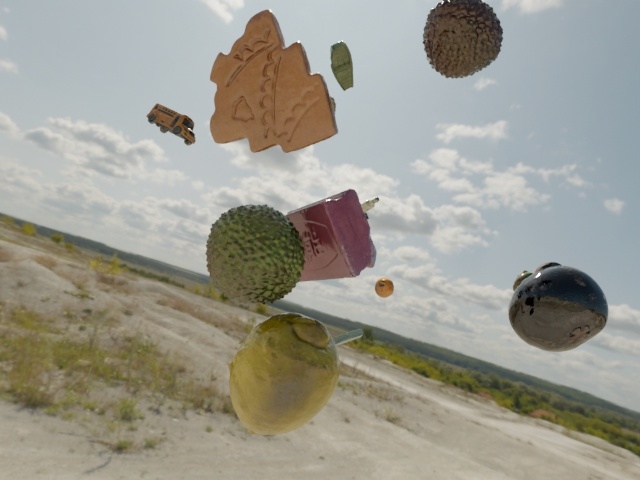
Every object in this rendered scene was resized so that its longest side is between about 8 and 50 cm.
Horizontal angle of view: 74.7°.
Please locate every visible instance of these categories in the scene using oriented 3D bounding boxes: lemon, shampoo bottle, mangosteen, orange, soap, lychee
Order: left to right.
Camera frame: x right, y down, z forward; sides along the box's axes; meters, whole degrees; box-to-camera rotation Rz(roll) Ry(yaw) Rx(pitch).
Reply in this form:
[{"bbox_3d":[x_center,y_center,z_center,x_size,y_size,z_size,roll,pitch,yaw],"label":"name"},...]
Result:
[{"bbox_3d":[-0.180,0.030,1.128,0.320,0.270,0.270,43,-2,16],"label":"lychee"},{"bbox_3d":[-0.094,0.336,1.066,0.285,0.285,0.316,20,-41,-14],"label":"lemon"},{"bbox_3d":[0.000,0.000,1.275,0.128,0.233,0.359,-26,7,-33],"label":"soap"},{"bbox_3d":[0.156,-0.117,1.453,0.049,0.034,0.141,-4,-17,-36],"label":"shampoo bottle"},{"bbox_3d":[0.255,0.187,1.669,0.083,0.083,0.083,17,-9,3],"label":"orange"},{"bbox_3d":[0.425,-0.616,1.269,0.236,0.236,0.271,12,1,31],"label":"lychee"},{"bbox_3d":[0.714,0.191,1.314,0.275,0.275,0.302,20,26,-18],"label":"mangosteen"}]

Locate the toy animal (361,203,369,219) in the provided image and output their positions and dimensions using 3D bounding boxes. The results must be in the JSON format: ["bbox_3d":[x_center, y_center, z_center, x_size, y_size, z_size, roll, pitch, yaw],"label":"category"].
[{"bbox_3d":[0.085,-0.087,1.788,0.235,0.165,0.187,-18,-3,6],"label":"toy animal"}]

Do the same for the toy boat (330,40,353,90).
[{"bbox_3d":[0.088,-0.731,1.748,0.093,0.055,0.293,-22,-16,6],"label":"toy boat"}]

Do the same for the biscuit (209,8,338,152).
[{"bbox_3d":[-0.096,-0.288,0.839,0.306,0.284,0.043,32,20,15],"label":"biscuit"}]

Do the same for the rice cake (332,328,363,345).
[{"bbox_3d":[0.066,0.332,1.401,0.170,0.029,0.033,-13,-26,-23],"label":"rice cake"}]

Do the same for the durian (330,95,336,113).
[{"bbox_3d":[-0.005,-0.601,1.958,0.148,0.188,0.091,46,18,-10],"label":"durian"}]

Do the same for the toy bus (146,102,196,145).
[{"bbox_3d":[-0.525,-0.419,1.507,0.194,0.088,0.083,28,-6,21],"label":"toy bus"}]
